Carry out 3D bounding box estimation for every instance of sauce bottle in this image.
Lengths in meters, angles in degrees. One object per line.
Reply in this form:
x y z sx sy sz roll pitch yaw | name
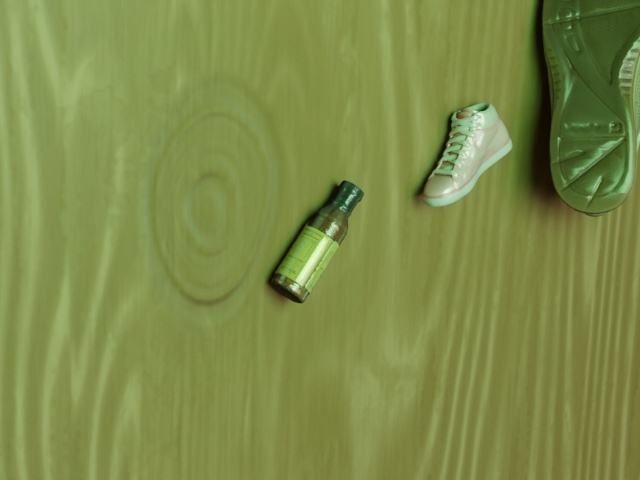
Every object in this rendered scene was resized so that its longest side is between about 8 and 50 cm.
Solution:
0.000 0.000 1.396 0.128 0.042 0.042 -56 130 -16 | sauce bottle

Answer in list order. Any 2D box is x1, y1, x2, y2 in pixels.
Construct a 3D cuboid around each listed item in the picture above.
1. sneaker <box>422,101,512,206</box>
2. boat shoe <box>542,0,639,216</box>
0.145 -0.096 1.493 0.134 0.051 0.070 -41 123 -30 | sneaker
0.305 -0.197 1.578 0.110 0.121 0.341 17 80 -77 | boat shoe
